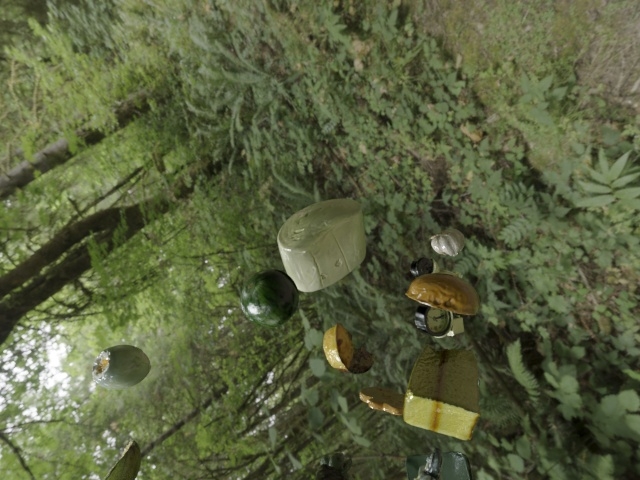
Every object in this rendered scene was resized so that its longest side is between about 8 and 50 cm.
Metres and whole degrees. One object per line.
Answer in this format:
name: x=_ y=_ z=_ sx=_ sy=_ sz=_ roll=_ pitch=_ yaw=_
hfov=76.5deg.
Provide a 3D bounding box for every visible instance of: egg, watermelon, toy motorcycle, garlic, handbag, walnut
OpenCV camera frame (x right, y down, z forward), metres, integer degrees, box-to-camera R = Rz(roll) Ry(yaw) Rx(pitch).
egg: x=-0.824 y=0.533 z=1.706 sx=0.217 sy=0.183 sz=0.183 roll=32 pitch=-166 yaw=-47
watermelon: x=-0.206 y=0.237 z=1.660 sx=0.242 sy=0.242 sz=0.242 roll=55 pitch=175 yaw=8
toy motorcycle: x=0.240 y=0.609 z=0.946 sx=0.074 sy=0.229 sz=0.151 roll=17 pitch=145 yaw=15
garlic: x=0.425 y=0.008 z=1.341 sx=0.074 sy=0.113 sz=0.094 roll=80 pitch=165 yaw=-80
handbag: x=0.475 y=0.976 z=1.588 sx=0.079 sy=0.247 sz=0.260 roll=49 pitch=-148 yaw=-51
walnut: x=0.355 y=0.139 z=1.155 sx=0.167 sy=0.211 sz=0.087 roll=-54 pitch=-25 yaw=-74

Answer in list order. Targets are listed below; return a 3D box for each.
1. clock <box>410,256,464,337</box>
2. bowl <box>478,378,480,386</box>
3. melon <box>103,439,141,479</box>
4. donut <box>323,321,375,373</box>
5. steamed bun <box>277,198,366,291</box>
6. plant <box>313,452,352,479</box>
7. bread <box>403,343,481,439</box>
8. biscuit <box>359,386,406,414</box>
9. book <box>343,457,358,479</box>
clock: x=0.553 y=0.261 z=1.904 sx=0.120 sy=0.276 sz=0.379 roll=-2 pitch=91 yaw=63
bowl: x=0.600 y=0.636 z=1.834 sx=0.211 sy=0.211 sz=0.112 roll=60 pitch=-174 yaw=-42
melon: x=-0.574 y=0.675 z=1.212 sx=0.079 sy=0.128 sz=0.160 roll=30 pitch=180 yaw=-5
donut: x=0.106 y=0.493 z=1.718 sx=0.112 sy=0.151 sz=0.295 roll=-19 pitch=127 yaw=39
steamed bun: x=0.000 y=0.000 z=2.040 sx=0.290 sy=0.456 sz=0.371 roll=37 pitch=149 yaw=47
plant: x=0.052 y=0.958 z=1.625 sx=0.146 sy=0.149 sz=0.274 roll=19 pitch=-173 yaw=10
bread: x=0.440 y=0.472 z=1.438 sx=0.233 sy=0.362 sz=0.245 roll=9 pitch=135 yaw=18
biscuit: x=0.347 y=0.829 z=2.097 sx=0.355 sy=0.275 sz=0.052 roll=-6 pitch=80 yaw=58
book: x=0.101 y=1.097 z=1.939 sx=0.172 sy=0.012 sz=0.118 roll=28 pitch=-163 yaw=-45
